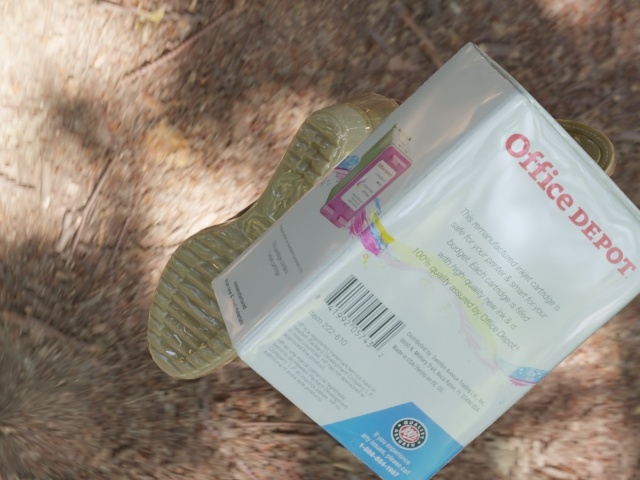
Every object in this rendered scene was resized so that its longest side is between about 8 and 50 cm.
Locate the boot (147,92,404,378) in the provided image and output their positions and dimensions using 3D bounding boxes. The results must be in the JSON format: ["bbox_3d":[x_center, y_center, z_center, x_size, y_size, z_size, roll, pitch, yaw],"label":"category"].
[{"bbox_3d":[0.000,0.000,1.130,0.090,0.207,0.248,46,112,20],"label":"boot"}]

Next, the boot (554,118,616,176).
[{"bbox_3d":[0.212,-0.039,1.372,0.152,0.197,0.073,29,65,-38],"label":"boot"}]

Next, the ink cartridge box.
[{"bbox_3d":[0.040,0.010,0.510,0.122,0.052,0.088,-42,118,9],"label":"ink cartridge box"}]
